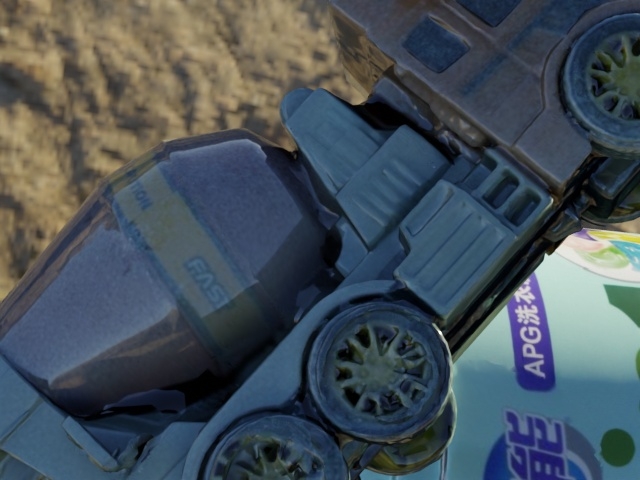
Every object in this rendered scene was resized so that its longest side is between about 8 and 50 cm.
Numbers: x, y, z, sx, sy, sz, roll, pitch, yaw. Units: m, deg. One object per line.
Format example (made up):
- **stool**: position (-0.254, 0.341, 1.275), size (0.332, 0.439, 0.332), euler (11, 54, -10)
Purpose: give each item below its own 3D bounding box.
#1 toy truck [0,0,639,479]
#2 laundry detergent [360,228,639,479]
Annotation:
- **toy truck**: position (0.000, 0.000, 0.539), size (0.140, 0.108, 0.257), euler (40, 84, 14)
- **laundry detergent**: position (0.102, 0.128, 0.960), size (0.305, 0.287, 0.287), euler (6, 49, -14)
